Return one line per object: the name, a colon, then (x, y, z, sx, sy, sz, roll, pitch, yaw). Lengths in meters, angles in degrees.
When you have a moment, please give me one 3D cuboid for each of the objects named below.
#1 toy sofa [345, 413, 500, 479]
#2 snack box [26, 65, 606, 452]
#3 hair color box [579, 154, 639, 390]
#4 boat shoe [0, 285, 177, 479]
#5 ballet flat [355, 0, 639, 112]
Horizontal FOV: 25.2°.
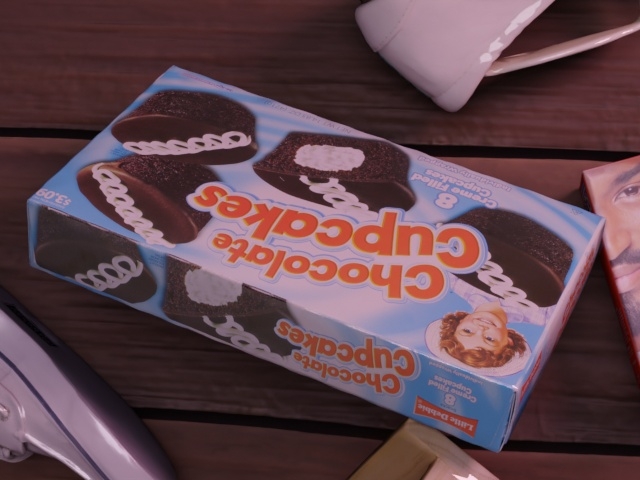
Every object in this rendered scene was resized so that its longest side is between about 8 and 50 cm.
toy sofa: (0.010, 0.289, 0.789, 0.177, 0.150, 0.362, 38, 52, 4)
snack box: (0.000, 0.000, 0.911, 0.322, 0.060, 0.187, 20, 41, 15)
hair color box: (0.239, 0.025, 0.945, 0.093, 0.053, 0.167, -16, 77, 5)
boat shoe: (-0.205, 0.108, 0.977, 0.258, 0.095, 0.084, 41, 91, 22)
ballet flat: (0.215, -0.219, 0.966, 0.400, 0.139, 0.139, -31, 78, 5)
